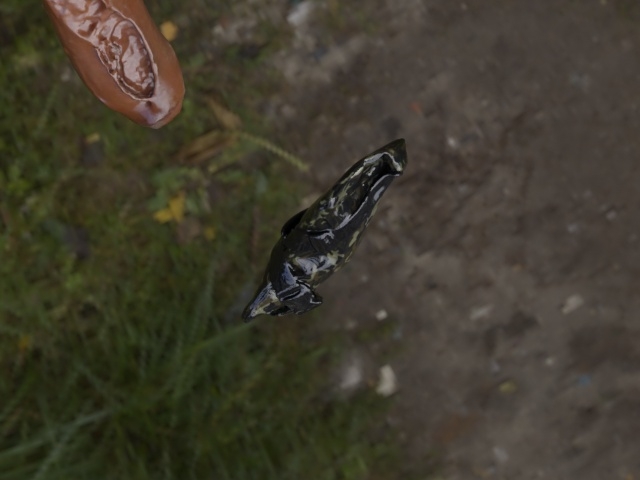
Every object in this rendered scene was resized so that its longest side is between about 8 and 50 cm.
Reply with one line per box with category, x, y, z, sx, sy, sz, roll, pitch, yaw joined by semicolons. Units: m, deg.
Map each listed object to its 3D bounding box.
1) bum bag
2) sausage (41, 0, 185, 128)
bum bag;-0.001;0.000;1.540;0.102;0.069;0.248;-10;144;-38
sausage;-0.166;-0.204;1.131;0.079;0.087;0.326;-57;150;-32
